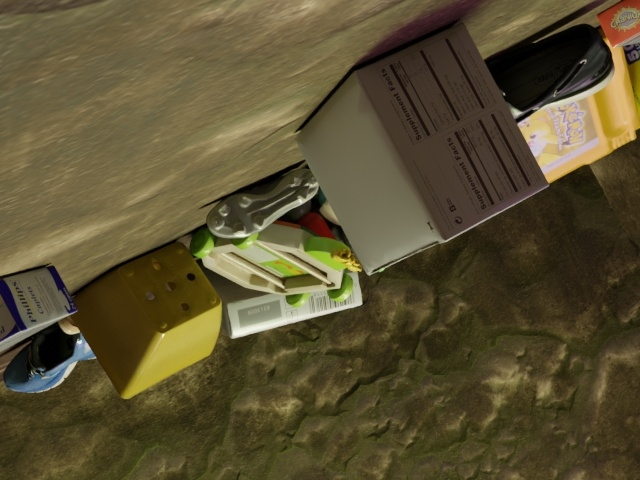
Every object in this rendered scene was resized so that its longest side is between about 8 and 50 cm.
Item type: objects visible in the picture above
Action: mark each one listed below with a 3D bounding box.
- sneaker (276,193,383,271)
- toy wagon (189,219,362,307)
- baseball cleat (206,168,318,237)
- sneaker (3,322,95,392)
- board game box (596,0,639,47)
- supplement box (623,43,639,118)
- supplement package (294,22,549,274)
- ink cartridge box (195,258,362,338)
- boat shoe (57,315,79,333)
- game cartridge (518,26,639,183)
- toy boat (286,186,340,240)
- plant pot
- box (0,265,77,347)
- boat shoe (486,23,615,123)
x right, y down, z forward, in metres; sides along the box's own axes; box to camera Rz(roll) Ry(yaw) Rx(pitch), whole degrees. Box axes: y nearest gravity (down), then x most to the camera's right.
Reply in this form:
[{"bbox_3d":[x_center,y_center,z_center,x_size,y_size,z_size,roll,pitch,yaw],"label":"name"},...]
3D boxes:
[{"bbox_3d":[0.000,0.000,2.088,0.202,0.185,0.483,-20,-174,-18],"label":"sneaker"},{"bbox_3d":[-0.059,0.035,1.777,0.344,0.068,0.267,-11,148,45],"label":"toy wagon"},{"bbox_3d":[-0.098,-0.052,1.573,0.206,0.072,0.109,-23,-177,-25],"label":"baseball cleat"},{"bbox_3d":[-0.617,0.250,2.210,0.330,0.130,0.147,-32,162,28],"label":"sneaker"},{"bbox_3d":[0.643,-0.434,1.738,0.242,0.064,0.316,-28,178,30],"label":"board game box"},{"bbox_3d":[0.559,-0.294,2.157,0.356,0.194,0.195,-28,-175,5],"label":"supplement box"},{"bbox_3d":[0.105,-0.095,1.147,0.145,0.204,0.262,-28,179,-19],"label":"supplement package"},{"bbox_3d":[-0.121,0.096,2.264,0.308,0.091,0.385,-14,-163,-19],"label":"ink cartridge box"},{"bbox_3d":[-0.432,0.122,1.867,0.059,0.063,0.170,-31,-174,29],"label":"boat shoe"},{"bbox_3d":[0.471,-0.243,1.966,0.323,0.285,0.053,-27,-138,5],"label":"game cartridge"},{"bbox_3d":[0.045,-0.095,1.759,0.318,0.148,0.267,-39,176,42],"label":"toy boat"},{"bbox_3d":[-0.300,0.124,1.780,0.212,0.212,0.187,-26,166,-37],"label":"plant pot"},{"bbox_3d":[-0.401,0.096,1.235,0.126,0.072,0.137,-28,179,17],"label":"box"},{"bbox_3d":[0.291,-0.236,1.532,0.340,0.127,0.113,-20,150,11],"label":"boat shoe"}]
